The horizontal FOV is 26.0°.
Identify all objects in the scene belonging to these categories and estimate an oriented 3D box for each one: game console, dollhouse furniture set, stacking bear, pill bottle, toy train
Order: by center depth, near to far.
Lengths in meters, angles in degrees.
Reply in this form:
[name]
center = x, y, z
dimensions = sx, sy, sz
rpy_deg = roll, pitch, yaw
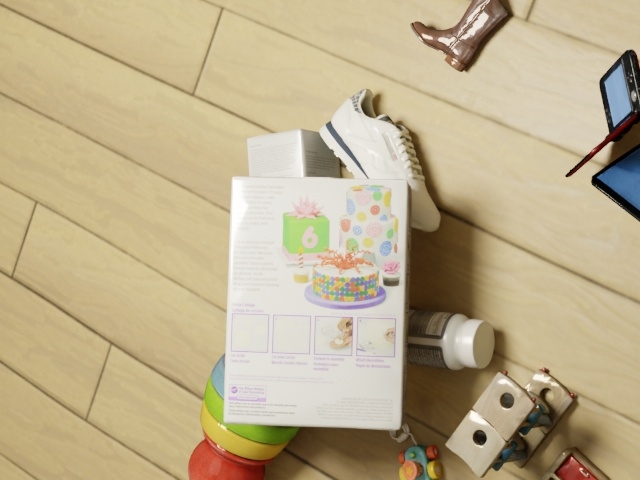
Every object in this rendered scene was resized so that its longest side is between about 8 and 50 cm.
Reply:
[game console]
center = 0.348, -0.157, 1.730
dimensions = 0.085, 0.144, 0.124
rpy_deg = -9, 81, -5
[dollhouse furniture set]
center = 0.289, 0.270, 1.777
dimensions = 0.183, 0.129, 0.129
rpy_deg = 43, 111, 27
[pill bottle]
center = 0.163, 0.136, 1.894
dimensions = 0.137, 0.078, 0.078
rpy_deg = 4, 91, 33
[toy train]
center = 0.099, 0.345, 1.949
dimensions = 0.125, 0.046, 0.166
rpy_deg = 30, 105, 30
[stacking bear]
center = -0.103, 0.259, 2.026
dimensions = 0.175, 0.164, 0.289
rpy_deg = 36, 112, 29

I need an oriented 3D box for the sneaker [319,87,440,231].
[sneaker]
center = 0.097, -0.110, 1.944
dimensions = 0.095, 0.090, 0.235
rpy_deg = -45, 68, 12

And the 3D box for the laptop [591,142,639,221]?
[laptop]
center = 0.502, -0.108, 1.643
dimensions = 0.234, 0.136, 0.264
rpy_deg = 42, 111, 26

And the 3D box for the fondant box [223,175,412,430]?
[fondant box]
center = -0.001, 0.083, 1.852
dimensions = 0.238, 0.096, 0.331
rpy_deg = 1, 88, 9

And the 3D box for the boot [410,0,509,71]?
[boot]
center = 0.192, -0.307, 1.909
dimensions = 0.106, 0.037, 0.114
rpy_deg = 41, 114, 13

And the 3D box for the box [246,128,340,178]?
[box]
center = -0.038, -0.110, 2.017
dimensions = 0.102, 0.101, 0.087
rpy_deg = -6, 85, 33
